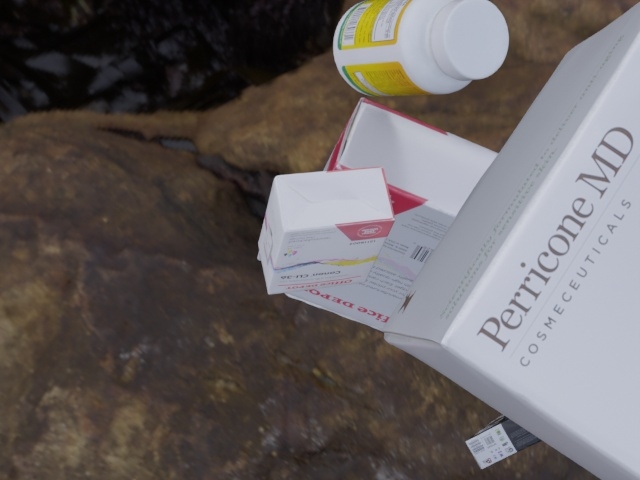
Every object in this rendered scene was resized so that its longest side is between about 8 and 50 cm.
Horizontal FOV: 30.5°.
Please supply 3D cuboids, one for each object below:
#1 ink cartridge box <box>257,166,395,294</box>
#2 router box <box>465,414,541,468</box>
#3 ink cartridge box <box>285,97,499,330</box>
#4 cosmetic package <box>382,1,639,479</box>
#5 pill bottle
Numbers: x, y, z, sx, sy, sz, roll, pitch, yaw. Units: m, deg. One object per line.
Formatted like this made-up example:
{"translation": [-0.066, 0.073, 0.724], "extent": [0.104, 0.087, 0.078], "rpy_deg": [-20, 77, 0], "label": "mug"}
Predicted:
{"translation": [0.000, 0.000, 1.242], "extent": [0.115, 0.198, 0.067], "rpy_deg": [-6, 66, -12], "label": "ink cartridge box"}
{"translation": [0.290, 0.221, 1.505], "extent": [0.179, 0.133, 0.046], "rpy_deg": [-35, 81, 34], "label": "router box"}
{"translation": [0.093, -0.017, 1.541], "extent": [0.226, 0.306, 0.131], "rpy_deg": [22, 57, -5], "label": "ink cartridge box"}
{"translation": [0.239, 0.069, 0.570], "extent": [0.365, 0.155, 0.197], "rpy_deg": [33, 85, -5], "label": "cosmetic package"}
{"translation": [0.114, -0.224, 1.336], "extent": [0.117, 0.117, 0.208], "rpy_deg": [-58, 28, -13], "label": "pill bottle"}
